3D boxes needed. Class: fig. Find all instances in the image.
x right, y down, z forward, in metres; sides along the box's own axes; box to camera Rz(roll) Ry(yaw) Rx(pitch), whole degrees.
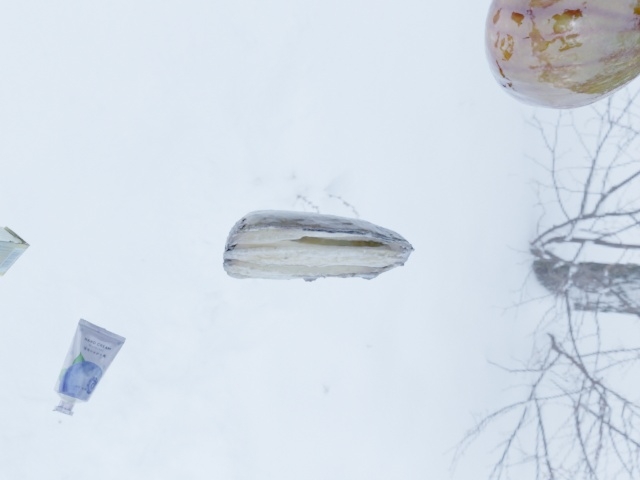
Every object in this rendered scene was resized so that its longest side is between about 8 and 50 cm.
[{"bbox_3d":[0.266,-0.203,0.514,0.175,0.207,0.174,8,90,-71],"label":"fig"}]

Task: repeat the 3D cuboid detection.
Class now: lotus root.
[{"bbox_3d":[0.001,0.000,0.912,0.330,0.167,0.078,4,58,-22],"label":"lotus root"}]

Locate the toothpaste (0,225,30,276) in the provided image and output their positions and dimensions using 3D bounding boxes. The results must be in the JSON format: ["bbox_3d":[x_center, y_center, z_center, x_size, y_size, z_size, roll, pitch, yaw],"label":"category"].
[{"bbox_3d":[-0.585,0.009,0.870,0.071,0.313,0.089,41,85,0],"label":"toothpaste"}]

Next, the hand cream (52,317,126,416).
[{"bbox_3d":[-0.373,0.204,0.860,0.084,0.053,0.142,36,64,-34],"label":"hand cream"}]
